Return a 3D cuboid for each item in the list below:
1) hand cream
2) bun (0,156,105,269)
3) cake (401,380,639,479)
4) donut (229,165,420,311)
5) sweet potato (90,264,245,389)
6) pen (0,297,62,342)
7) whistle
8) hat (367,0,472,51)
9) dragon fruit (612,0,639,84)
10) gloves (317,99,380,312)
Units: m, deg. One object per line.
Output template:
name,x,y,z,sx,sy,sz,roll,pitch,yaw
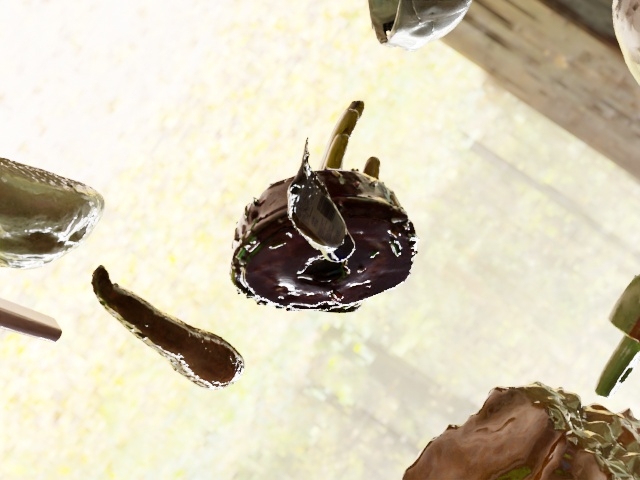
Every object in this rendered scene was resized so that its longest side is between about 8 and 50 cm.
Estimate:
hand cream,-0.004,-0.033,1.352,0.062,0.039,0.163,-68,153,-25
bun,-0.343,-0.031,1.472,0.237,0.210,0.116,22,85,-73
cake,0.214,0.301,0.963,0.293,0.307,0.314,-49,-139,17
donut,0.000,0.000,1.655,0.235,0.235,0.089,118,-33,-48
sweet potato,-0.130,0.084,1.206,0.050,0.050,0.214,-55,140,-4
pen,-0.418,0.091,1.768,0.197,0.053,0.032,26,105,-42
whistle,0.468,0.098,1.916,0.288,0.106,0.131,-61,154,10
hat,0.080,-0.363,1.655,0.161,0.275,0.232,-38,-161,-6
dragon fruit,0.356,-0.185,1.204,0.204,0.221,0.283,126,-28,-49
gloves,0.026,-0.054,1.956,0.133,0.116,0.294,-105,-156,-74
